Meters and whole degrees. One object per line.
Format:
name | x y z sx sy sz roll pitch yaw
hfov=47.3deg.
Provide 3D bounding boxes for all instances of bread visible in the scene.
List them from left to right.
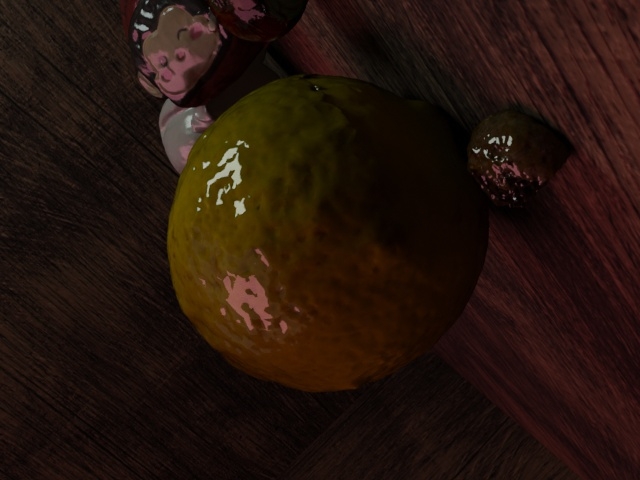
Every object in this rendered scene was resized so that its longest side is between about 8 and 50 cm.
bread | 0.164 -0.070 0.641 0.082 0.060 0.113 43 177 13

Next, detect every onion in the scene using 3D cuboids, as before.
onion | -0.075 -0.270 0.785 0.118 0.118 0.117 -148 37 -74

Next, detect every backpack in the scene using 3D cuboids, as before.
backpack | -0.187 -0.314 1.032 0.229 0.229 0.139 46 -144 8

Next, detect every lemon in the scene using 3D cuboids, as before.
lemon | 0.000 0.000 0.821 0.349 0.387 0.350 36 -160 -15

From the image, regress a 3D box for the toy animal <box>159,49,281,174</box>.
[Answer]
toy animal | -0.174 -0.196 1.247 0.265 0.206 0.272 -20 103 51
